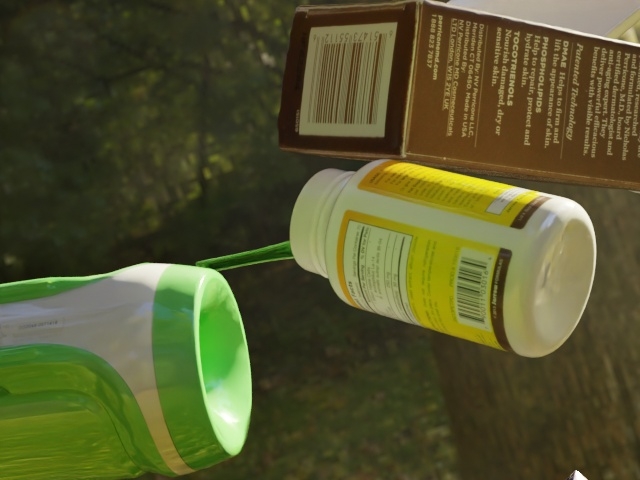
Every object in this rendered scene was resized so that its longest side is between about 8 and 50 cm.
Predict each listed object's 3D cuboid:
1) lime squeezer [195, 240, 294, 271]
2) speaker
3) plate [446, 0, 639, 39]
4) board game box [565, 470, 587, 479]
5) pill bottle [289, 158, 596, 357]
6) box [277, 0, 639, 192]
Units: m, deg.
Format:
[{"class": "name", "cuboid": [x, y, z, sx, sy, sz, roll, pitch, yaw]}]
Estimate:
[{"class": "lime squeezer", "cuboid": [0.000, 0.000, 1.560, 0.110, 0.059, 0.310, 5, -7, -37]}, {"class": "speaker", "cuboid": [-0.197, 0.090, 0.888, 0.296, 0.131, 0.131, -8, 9, 12]}, {"class": "plate", "cuboid": [0.214, -0.220, 1.714, 0.277, 0.045, 0.278, 12, 43, 46]}, {"class": "board game box", "cuboid": [0.281, 0.387, 1.923, 0.170, 0.048, 0.141, -49, -1, 16]}, {"class": "pill bottle", "cuboid": [0.086, 0.007, 1.118, 0.215, 0.117, 0.117, 15, 27, 34]}, {"class": "box", "cuboid": [0.174, -0.125, 1.381, 0.381, 0.143, 0.191, 7, 1, -36]}]
